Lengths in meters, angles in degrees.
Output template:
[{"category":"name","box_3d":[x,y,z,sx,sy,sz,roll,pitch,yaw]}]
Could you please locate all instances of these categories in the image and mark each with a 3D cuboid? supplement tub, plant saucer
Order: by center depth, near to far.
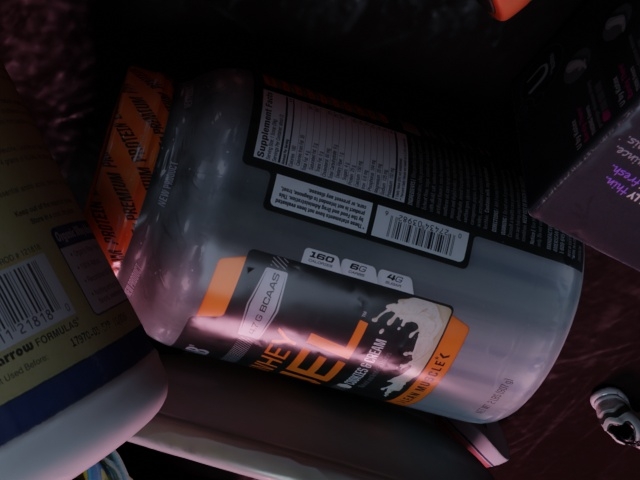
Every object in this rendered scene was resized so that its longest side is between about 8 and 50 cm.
[{"category":"supplement tub","box_3d":[-0.246,-0.001,0.535,0.228,0.228,0.316,-27,92,24]},{"category":"supplement tub","box_3d":[0.000,0.000,0.706,0.316,0.193,0.193,16,132,-13]},{"category":"plant saucer","box_3d":[-0.019,0.157,0.855,0.400,0.100,0.400,16,166,4]}]

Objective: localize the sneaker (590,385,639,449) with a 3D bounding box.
[{"category":"sneaker","box_3d":[0.295,0.182,0.978,0.109,0.044,0.040,34,124,-29]}]

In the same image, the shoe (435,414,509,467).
[{"category":"shoe","box_3d":[0.105,0.166,0.953,0.081,0.063,0.178,-24,132,19]}]

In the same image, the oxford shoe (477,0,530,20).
[{"category":"oxford shoe","box_3d":[0.079,-0.250,0.549,0.098,0.097,0.271,-33,132,4]}]

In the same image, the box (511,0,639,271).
[{"category":"box","box_3d":[0.265,-0.112,0.625,0.165,0.143,0.270,26,130,-19]}]

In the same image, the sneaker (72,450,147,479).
[{"category":"sneaker","box_3d":[-0.186,0.260,0.965,0.319,0.127,0.208,7,145,-30]}]
